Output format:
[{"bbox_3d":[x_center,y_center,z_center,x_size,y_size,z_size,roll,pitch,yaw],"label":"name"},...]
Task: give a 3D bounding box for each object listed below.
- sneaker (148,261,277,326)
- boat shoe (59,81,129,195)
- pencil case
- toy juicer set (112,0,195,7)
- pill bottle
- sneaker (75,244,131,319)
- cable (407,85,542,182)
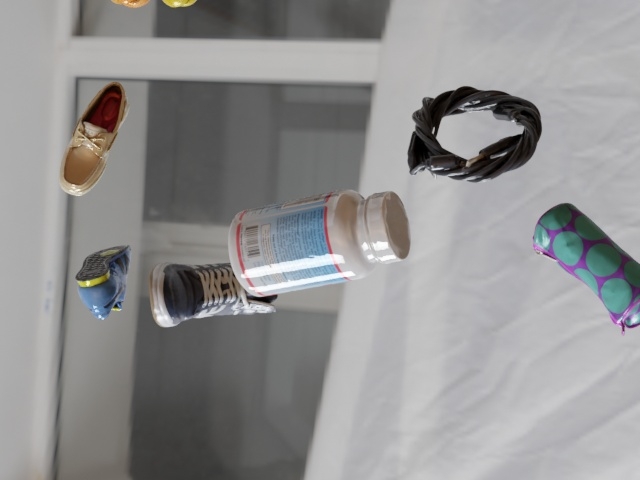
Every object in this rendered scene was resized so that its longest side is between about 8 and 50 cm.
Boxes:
[{"bbox_3d":[-0.160,0.076,1.984,0.282,0.153,0.099,6,-103,-77],"label":"sneaker"},{"bbox_3d":[-0.307,-0.142,1.714,0.059,0.063,0.170,109,179,-65],"label":"boat shoe"},{"bbox_3d":[0.301,0.029,1.390,0.070,0.151,0.064,-42,-29,-5],"label":"pencil case"},{"bbox_3d":[-0.225,-0.471,1.956,0.329,0.089,0.209,-35,-88,-39],"label":"toy juicer set"},{"bbox_3d":[0.000,0.000,1.207,0.087,0.160,0.087,37,-132,-56],"label":"pill bottle"},{"bbox_3d":[-0.346,0.067,2.068,0.209,0.069,0.082,-81,-23,-72],"label":"sneaker"},{"bbox_3d":[0.177,-0.131,1.447,0.184,0.151,0.047,-69,-33,-52],"label":"cable"}]
